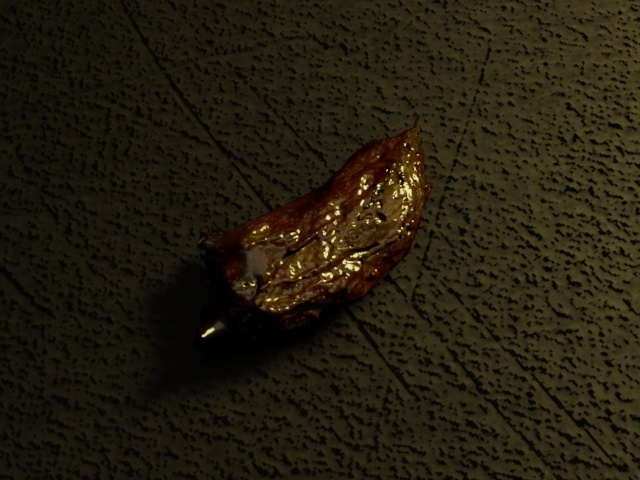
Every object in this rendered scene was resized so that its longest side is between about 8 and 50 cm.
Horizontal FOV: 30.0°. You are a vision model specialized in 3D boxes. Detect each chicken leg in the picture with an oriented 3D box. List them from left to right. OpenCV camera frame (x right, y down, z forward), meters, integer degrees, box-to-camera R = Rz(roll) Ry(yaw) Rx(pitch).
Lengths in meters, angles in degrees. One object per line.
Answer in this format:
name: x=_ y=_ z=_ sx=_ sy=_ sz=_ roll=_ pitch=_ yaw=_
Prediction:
chicken leg: x=0.000 y=0.000 z=0.837 sx=0.234 sy=0.063 sz=0.105 roll=-30 pitch=74 yaw=-14
